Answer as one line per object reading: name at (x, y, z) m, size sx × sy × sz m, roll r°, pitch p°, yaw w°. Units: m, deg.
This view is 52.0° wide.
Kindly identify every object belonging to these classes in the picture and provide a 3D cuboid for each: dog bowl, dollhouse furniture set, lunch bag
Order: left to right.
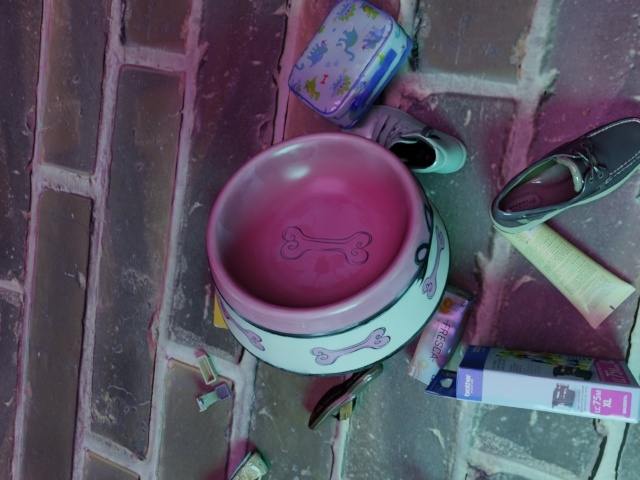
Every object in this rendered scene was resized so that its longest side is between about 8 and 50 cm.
dollhouse furniture set at (-0.279, 0.330, 1.498) m, size 0.091 × 0.081 × 0.114 m, roll -30°, pitch 80°, yaw 28°
dog bowl at (0.000, 0.000, 1.058) m, size 0.408 × 0.150 × 0.408 m, roll -6°, pitch 58°, yaw 10°
lunch bag at (0.053, -0.327, 1.219) m, size 0.176 × 0.090 × 0.219 m, roll 43°, pitch 103°, yaw 38°

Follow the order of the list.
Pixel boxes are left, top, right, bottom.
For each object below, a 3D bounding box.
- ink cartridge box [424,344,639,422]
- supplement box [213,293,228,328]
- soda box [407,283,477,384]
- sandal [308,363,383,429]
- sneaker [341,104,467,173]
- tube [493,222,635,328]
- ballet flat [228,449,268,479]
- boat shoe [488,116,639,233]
ink cartridge box at (0.336, 0.222, 1.062) m, size 0.311 × 0.186 × 0.065 m, roll 1°, pitch 92°, yaw 19°
supplement box at (-0.175, 0.074, 1.420) m, size 0.078 × 0.080 × 0.233 m, roll 9°, pitch 97°, yaw 29°
soda box at (0.226, 0.176, 1.219) m, size 0.063 × 0.058 × 0.183 m, roll 24°, pitch 107°, yaw 24°
sandal at (0.055, 0.321, 1.326) m, size 0.060 × 0.090 × 0.219 m, roll 44°, pitch 108°, yaw -6°
sneaker at (0.126, -0.190, 1.186) m, size 0.256 × 0.151 × 0.094 m, roll 23°, pitch 107°, yaw 26°
tube at (0.402, 0.034, 1.112) m, size 0.240 × 0.062 × 0.070 m, roll 44°, pitch 142°, yaw 16°
ballet flat at (-0.186, 0.559, 1.479) m, size 0.067 × 0.073 × 0.206 m, roll 40°, pitch 116°, yaw 5°
boat shoe at (0.401, -0.105, 1.047) m, size 0.285 × 0.092 × 0.103 m, roll -29°, pitch 79°, yaw 11°
